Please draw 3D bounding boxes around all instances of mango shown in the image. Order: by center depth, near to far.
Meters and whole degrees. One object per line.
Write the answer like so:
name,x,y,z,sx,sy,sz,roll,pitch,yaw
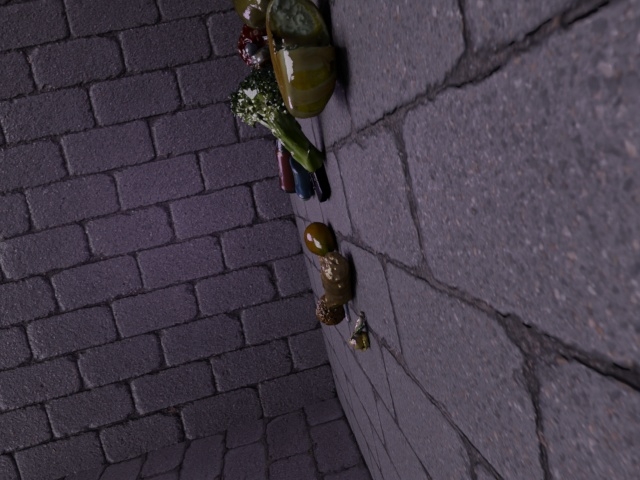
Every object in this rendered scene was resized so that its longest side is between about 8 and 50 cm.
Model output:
mango,-0.002,-0.006,2.075,0.221,0.120,0.151,-154,47,-72

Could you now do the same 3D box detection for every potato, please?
potato,-0.179,-0.794,1.484,0.202,0.218,0.351,50,-176,-27

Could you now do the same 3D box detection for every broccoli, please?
broccoli,-0.115,-0.437,1.654,0.397,0.275,0.353,50,179,0

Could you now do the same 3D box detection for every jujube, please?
jujube,-0.264,-0.861,2.055,0.232,0.213,0.212,-98,-2,-59

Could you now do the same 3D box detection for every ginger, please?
ginger,0.062,0.166,1.856,0.354,0.126,0.190,85,163,-46

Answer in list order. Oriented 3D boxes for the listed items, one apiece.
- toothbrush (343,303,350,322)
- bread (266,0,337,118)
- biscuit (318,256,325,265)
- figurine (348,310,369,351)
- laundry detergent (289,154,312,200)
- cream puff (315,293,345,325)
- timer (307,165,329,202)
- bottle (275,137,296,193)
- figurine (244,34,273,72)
toothbrush,0.103,0.248,2.134,0.027,0.021,0.269,-75,-27,-78
bread,-0.045,-0.487,1.247,0.333,0.160,0.332,168,90,-84
biscuit,0.034,0.139,2.386,0.154,0.045,0.299,85,168,-46
figurine,0.154,0.354,1.800,0.083,0.083,0.187,-114,24,-55
laundry detergent,-0.084,-0.291,2.303,0.289,0.094,0.143,81,166,-58
cream puff,0.056,0.327,2.202,0.165,0.150,0.115,38,174,-30
timer,-0.009,-0.257,1.894,0.144,0.055,0.187,106,145,-81
bottle,-0.161,-0.418,2.450,0.144,0.144,0.336,-111,12,-48
figurine,-0.172,-0.681,1.829,0.261,0.186,0.382,55,172,-14
